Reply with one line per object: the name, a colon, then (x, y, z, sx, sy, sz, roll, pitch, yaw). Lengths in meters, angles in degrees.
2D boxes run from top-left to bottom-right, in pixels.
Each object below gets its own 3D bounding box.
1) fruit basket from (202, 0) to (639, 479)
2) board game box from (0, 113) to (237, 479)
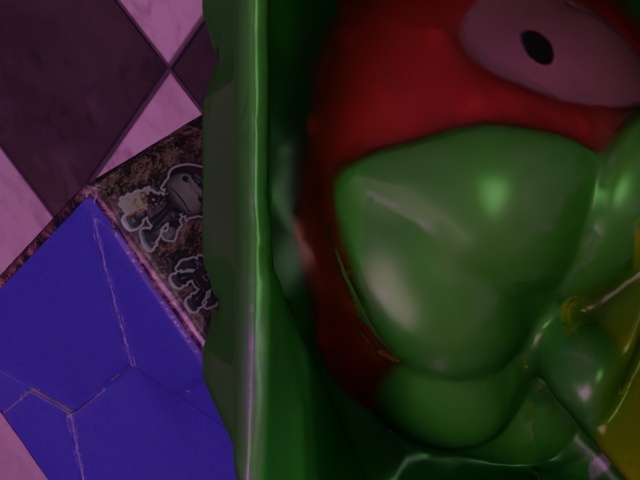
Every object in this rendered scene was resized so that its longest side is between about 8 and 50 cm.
fruit basket: (0.154, -0.001, 0.518, 0.392, 0.392, 0.283, 1, 92, 49)
board game box: (0.000, 0.000, 0.810, 0.141, 0.291, 0.232, 55, 147, 0)
